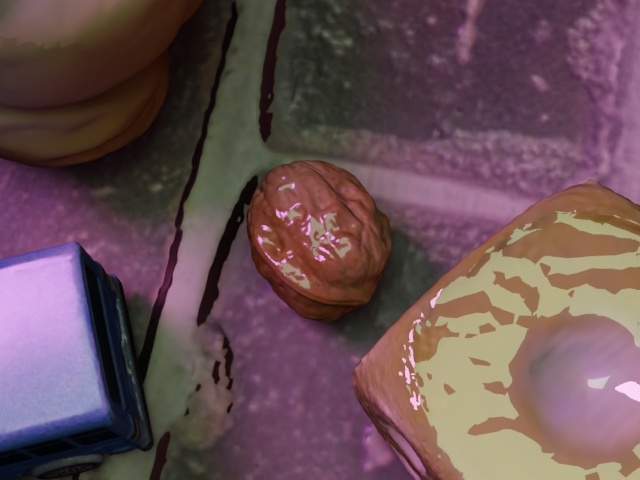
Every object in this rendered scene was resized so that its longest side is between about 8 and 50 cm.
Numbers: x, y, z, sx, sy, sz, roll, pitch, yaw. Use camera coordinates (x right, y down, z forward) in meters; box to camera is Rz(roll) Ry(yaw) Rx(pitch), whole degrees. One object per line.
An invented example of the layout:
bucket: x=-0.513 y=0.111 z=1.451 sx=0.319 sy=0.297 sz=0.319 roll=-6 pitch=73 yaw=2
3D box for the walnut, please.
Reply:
walnut: x=0.000 y=0.000 z=0.805 sx=0.082 sy=0.079 sz=0.096 roll=-17 pitch=60 yaw=-41

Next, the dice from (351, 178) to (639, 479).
dice: x=0.128 y=0.084 z=0.727 sx=0.169 sy=0.169 sz=0.166 roll=-38 pitch=77 yaw=-7

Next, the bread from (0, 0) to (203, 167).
bread: x=-0.265 y=-0.200 z=0.777 sx=0.424 sy=0.245 sz=0.329 roll=30 pitch=39 yaw=8

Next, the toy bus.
toy bus: x=-0.224 y=0.085 z=0.767 sx=0.234 sy=0.133 sz=0.116 roll=-14 pitch=75 yaw=-1
